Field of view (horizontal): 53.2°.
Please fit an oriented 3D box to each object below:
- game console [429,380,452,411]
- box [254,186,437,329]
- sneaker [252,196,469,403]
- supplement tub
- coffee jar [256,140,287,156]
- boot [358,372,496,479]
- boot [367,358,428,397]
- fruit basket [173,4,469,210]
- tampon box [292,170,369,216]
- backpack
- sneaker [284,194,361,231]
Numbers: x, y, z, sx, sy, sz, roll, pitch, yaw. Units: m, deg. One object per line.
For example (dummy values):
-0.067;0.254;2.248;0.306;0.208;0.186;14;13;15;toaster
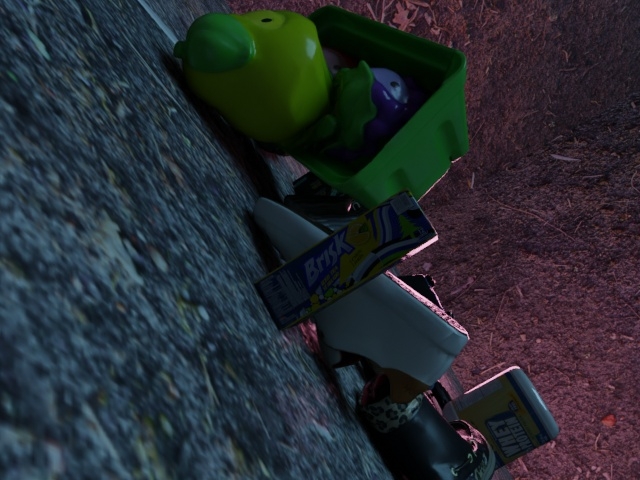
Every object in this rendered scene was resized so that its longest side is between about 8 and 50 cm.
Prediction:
0.257;0.334;1.446;0.213;0.044;0.361;46;14;-55;game console
0.026;0.019;0.606;0.054;0.169;0.059;60;7;9;box
0.009;0.061;0.691;0.290;0.123;0.106;39;9;29;sneaker
0.316;0.339;1.177;0.144;0.199;0.144;57;7;-11;supplement tub
-0.067;-0.209;1.222;0.079;0.096;0.184;62;6;-1;coffee jar
0.131;0.225;0.772;0.179;0.085;0.236;58;16;0;boot
0.104;0.180;0.931;0.152;0.073;0.197;61;10;-18;boot
-0.009;-0.225;0.903;0.392;0.283;0.392;45;-4;4;fruit basket
0.038;-0.066;1.255;0.101;0.120;0.161;49;12;-52;tampon box
0.146;0.161;1.077;0.158;0.116;0.173;-105;-165;-64;backpack
0.000;0.000;0.949;0.281;0.105;0.115;-116;-151;-71;sneaker
